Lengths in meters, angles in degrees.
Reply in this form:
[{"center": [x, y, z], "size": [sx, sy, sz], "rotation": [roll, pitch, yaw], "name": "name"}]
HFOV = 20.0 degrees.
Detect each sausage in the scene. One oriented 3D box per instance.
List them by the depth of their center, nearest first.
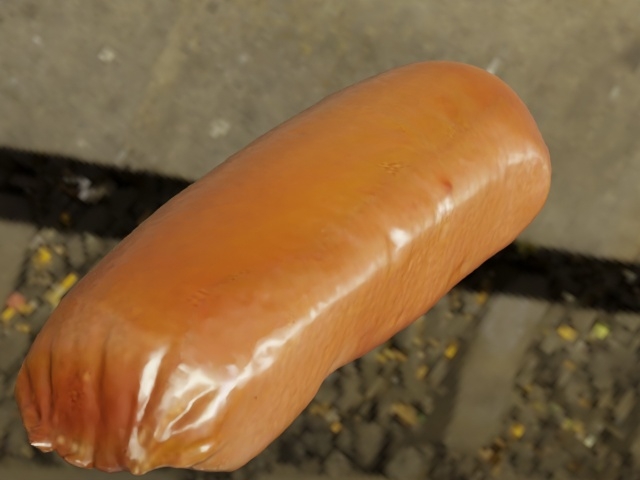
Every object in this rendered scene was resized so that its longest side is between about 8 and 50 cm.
[{"center": [-0.001, 0.000, 0.761], "size": [0.348, 0.097, 0.094], "rotation": [-34, 132, -54], "name": "sausage"}]
